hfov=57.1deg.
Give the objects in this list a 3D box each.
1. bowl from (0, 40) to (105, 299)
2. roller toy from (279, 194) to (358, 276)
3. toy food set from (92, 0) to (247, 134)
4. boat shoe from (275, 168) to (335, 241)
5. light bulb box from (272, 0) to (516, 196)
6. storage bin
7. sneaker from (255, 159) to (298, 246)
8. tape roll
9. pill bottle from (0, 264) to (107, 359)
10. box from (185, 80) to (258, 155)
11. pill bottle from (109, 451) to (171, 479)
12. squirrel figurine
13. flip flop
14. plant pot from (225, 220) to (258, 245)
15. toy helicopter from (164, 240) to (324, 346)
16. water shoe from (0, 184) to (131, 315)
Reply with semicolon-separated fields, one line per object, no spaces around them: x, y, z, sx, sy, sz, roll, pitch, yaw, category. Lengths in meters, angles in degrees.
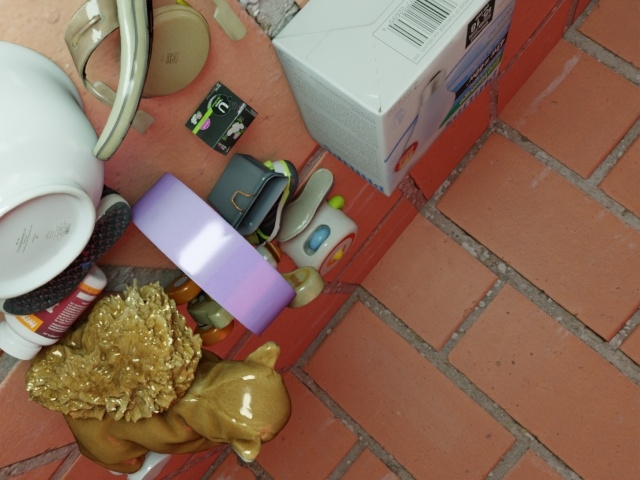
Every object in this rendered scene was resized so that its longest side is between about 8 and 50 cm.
-0.328;-0.035;0.593;0.298;0.134;0.298;-44;163;-17;bowl
0.000;0.000;1.541;0.191;0.146;0.209;-36;160;-38;roller toy
-0.189;-0.230;0.716;0.192;0.038;0.132;-44;157;0;toy food set
-0.034;-0.076;1.410;0.206;0.075;0.065;-53;162;-4;boat shoe
0.143;-0.322;1.043;0.358;0.225;0.361;-48;163;-5;light bulb box
-0.140;-0.088;1.059;0.135;0.091;0.098;-55;163;17;storage bin
-0.125;-0.078;1.198;0.097;0.084;0.235;-7;140;-32;sneaker
-0.165;0.022;0.906;0.090;0.274;0.275;-46;164;-8;tape roll
-0.380;0.089;0.823;0.152;0.086;0.086;-50;164;-1;pill bottle
-0.147;-0.181;0.877;0.083;0.062;0.052;-51;166;4;box
-0.412;0.398;1.210;0.121;0.216;0.121;-45;164;-17;pill bottle
-0.248;0.245;0.968;0.397;0.370;0.281;53;47;-51;squirrel figurine
-0.203;-0.216;0.565;0.112;0.080;0.277;-116;-146;-62;flip flop
-0.179;-0.008;1.182;0.079;0.083;0.083;-32;159;-17;plant pot
-0.119;0.083;1.144;0.354;0.140;0.235;-6;-148;45;toy helicopter
-0.337;0.011;0.764;0.203;0.080;0.073;-45;148;-15;water shoe
